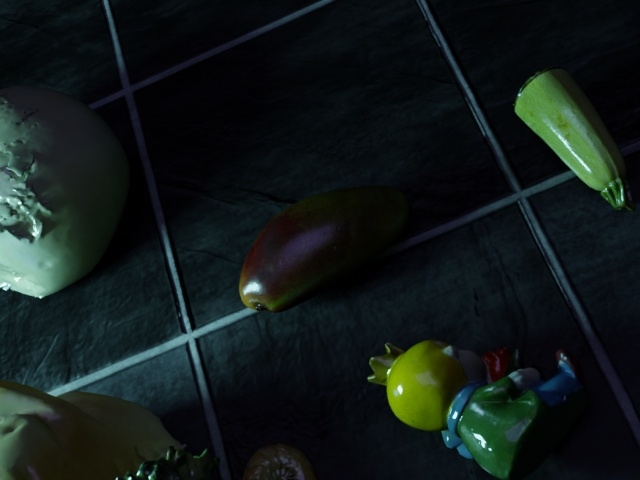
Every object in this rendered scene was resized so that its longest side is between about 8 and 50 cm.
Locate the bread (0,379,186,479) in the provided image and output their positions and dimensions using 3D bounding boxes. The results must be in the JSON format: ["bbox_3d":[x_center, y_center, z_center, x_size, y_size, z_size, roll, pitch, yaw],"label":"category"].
[{"bbox_3d":[-0.303,0.362,1.349,0.329,0.245,0.424,-24,51,4],"label":"bread"}]

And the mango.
[{"bbox_3d":[0.000,0.000,1.549,0.267,0.111,0.133,-31,43,-7],"label":"mango"}]

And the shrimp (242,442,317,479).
[{"bbox_3d":[-0.054,0.332,1.413,0.095,0.045,0.162,10,60,-6],"label":"shrimp"}]

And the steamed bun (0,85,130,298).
[{"bbox_3d":[-0.463,-0.095,1.700,0.334,0.233,0.312,3,62,20],"label":"steamed bun"}]

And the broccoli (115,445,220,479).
[{"bbox_3d":[-0.081,0.432,1.197,0.275,0.397,0.353,38,100,33],"label":"broccoli"}]

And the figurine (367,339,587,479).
[{"bbox_3d":[0.188,0.172,1.371,0.185,0.127,0.234,-46,46,-17],"label":"figurine"}]

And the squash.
[{"bbox_3d":[0.355,-0.126,1.525,0.094,0.094,0.224,-31,63,0],"label":"squash"}]
